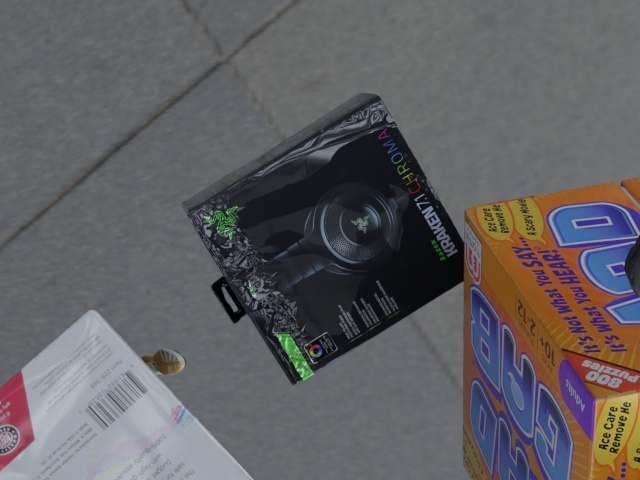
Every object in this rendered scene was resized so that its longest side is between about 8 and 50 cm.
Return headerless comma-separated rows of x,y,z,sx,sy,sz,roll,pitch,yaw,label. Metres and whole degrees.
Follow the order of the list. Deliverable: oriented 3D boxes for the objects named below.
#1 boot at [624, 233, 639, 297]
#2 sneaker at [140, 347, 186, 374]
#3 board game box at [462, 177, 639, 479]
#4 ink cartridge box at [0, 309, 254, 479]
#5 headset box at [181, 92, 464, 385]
0.378,0.090,1.031,0.338,0.118,0.223,11,40,-7,boot
-0.172,0.137,1.776,0.037,0.083,0.032,-4,87,-37,sneaker
0.373,0.172,1.632,0.356,0.356,0.357,-9,122,-11,board game box
-0.234,0.266,1.711,0.226,0.131,0.306,-41,87,-20,ink cartridge box
0.000,0.000,1.861,0.283,0.131,0.246,-31,100,-4,headset box
